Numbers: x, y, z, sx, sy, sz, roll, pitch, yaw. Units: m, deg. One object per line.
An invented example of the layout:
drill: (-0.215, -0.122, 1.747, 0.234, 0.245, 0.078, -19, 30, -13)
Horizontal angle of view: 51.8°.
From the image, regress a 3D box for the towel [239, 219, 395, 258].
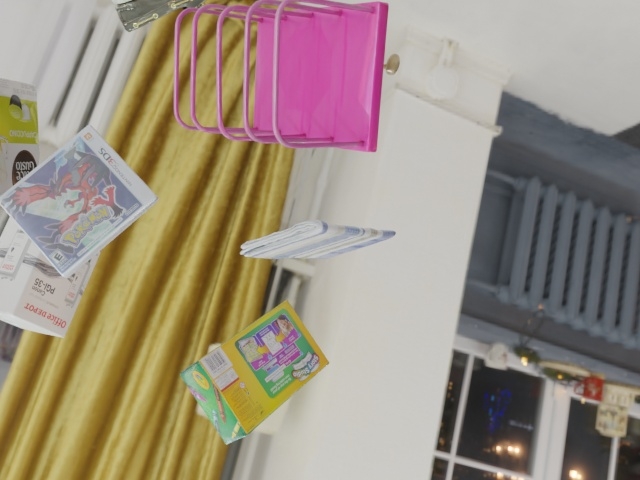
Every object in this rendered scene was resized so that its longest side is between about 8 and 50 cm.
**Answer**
towel: (0.000, 0.000, 1.359, 0.209, 0.034, 0.285, -17, 168, 35)

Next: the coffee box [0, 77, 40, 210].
coffee box: (-0.943, -0.238, 1.653, 0.338, 0.334, 0.337, 1, -173, 5)

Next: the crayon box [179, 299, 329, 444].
crayon box: (-0.124, 0.257, 1.328, 0.081, 0.278, 0.165, -36, 87, 41)

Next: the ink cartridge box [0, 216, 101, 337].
ink cartridge box: (-0.609, 0.052, 1.458, 0.117, 0.283, 0.207, 12, 161, 15)

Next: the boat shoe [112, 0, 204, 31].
boat shoe: (-0.326, -0.570, 1.523, 0.109, 0.305, 0.091, 41, 151, 52)

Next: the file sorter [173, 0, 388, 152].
file sorter: (-0.073, -0.244, 0.963, 0.182, 0.202, 0.290, -6, -164, -39)

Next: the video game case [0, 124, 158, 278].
video game case: (-0.407, -0.069, 1.109, 0.183, 0.201, 0.023, 46, 171, 10)

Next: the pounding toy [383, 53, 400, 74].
pounding toy: (0.081, -0.467, 1.827, 0.269, 0.154, 0.155, 8, 148, 2)
